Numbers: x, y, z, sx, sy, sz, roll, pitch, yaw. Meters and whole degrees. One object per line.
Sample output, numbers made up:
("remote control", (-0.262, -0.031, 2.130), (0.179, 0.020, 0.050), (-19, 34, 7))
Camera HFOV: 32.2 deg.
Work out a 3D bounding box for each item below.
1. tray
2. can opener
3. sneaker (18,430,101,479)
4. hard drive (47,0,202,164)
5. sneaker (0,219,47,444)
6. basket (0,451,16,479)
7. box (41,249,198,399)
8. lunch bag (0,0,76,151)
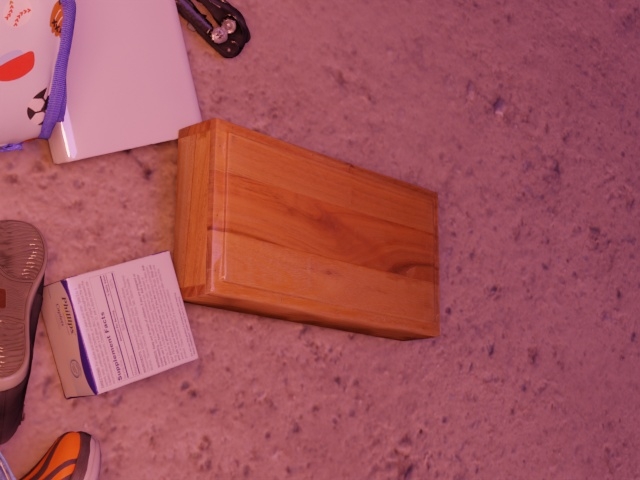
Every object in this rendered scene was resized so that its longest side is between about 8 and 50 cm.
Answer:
("tray", (0.000, 0.000, 1.379), (0.411, 0.076, 0.202), (15, 71, -46))
("can opener", (-0.159, -0.297, 1.355), (0.186, 0.073, 0.059), (41, 95, -24))
("sneaker", (-0.328, 0.271, 1.014), (0.180, 0.124, 0.321), (29, 37, -7))
("hard drive", (-0.244, -0.254, 1.237), (0.203, 0.040, 0.307), (-19, 100, -47))
("sneaker", (-0.323, 0.087, 1.104), (0.083, 0.118, 0.222), (7, 44, -12))
("basket", (-0.289, 0.243, 0.780), (0.201, 0.289, 0.254), (-29, 127, -36))
("box", (-0.217, 0.090, 1.190), (0.137, 0.072, 0.126), (-16, 91, -44))
("lunch bag", (-0.407, -0.254, 0.983), (0.328, 0.239, 0.385), (-13, 105, -36))
